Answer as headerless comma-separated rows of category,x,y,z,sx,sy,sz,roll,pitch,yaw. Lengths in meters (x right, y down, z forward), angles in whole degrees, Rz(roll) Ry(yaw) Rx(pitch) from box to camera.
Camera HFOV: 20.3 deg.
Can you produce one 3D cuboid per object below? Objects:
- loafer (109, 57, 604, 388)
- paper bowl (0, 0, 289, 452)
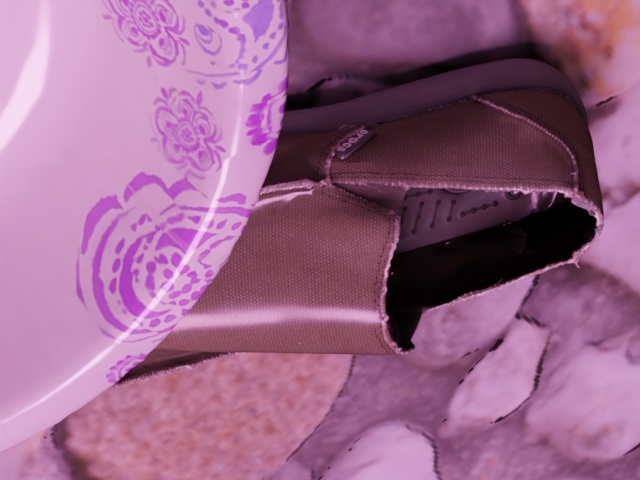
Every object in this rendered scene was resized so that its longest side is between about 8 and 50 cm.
loafer,0.000,0.000,0.701,0.251,0.087,0.094,-21,133,-7
paper bowl,-0.162,-0.066,0.534,0.284,0.148,0.284,-12,130,-14
